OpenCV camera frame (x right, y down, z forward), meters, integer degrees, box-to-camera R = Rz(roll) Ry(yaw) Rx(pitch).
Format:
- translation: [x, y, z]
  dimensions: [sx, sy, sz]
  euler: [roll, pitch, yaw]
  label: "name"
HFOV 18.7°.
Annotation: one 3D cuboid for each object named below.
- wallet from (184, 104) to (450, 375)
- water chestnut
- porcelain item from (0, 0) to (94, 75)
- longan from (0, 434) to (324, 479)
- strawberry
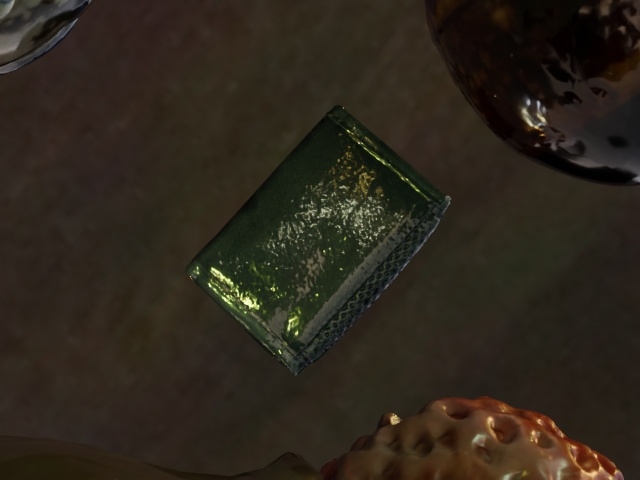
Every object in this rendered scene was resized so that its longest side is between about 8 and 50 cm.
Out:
- translation: [0.000, 0.000, 1.056]
  dimensions: [0.129, 0.088, 0.026]
  euler: [-48, 173, -9]
  label: "wallet"
- translation: [0.150, -0.150, 0.936]
  dimensions: [0.223, 0.238, 0.224]
  euler: [-38, 173, -5]
  label: "water chestnut"
- translation: [-0.159, -0.193, 0.692]
  dimensions: [0.288, 0.138, 0.186]
  euler: [53, 51, -39]
  label: "porcelain item"
- translation: [-0.074, 0.191, 0.590]
  dimensions: [0.297, 0.297, 0.297]
  euler: [-47, 168, -14]
  label: "longan"
- translation: [0.118, 0.245, 1.304]
  dimensions: [0.265, 0.336, 0.149]
  euler: [-20, 135, -8]
  label: "strawberry"
